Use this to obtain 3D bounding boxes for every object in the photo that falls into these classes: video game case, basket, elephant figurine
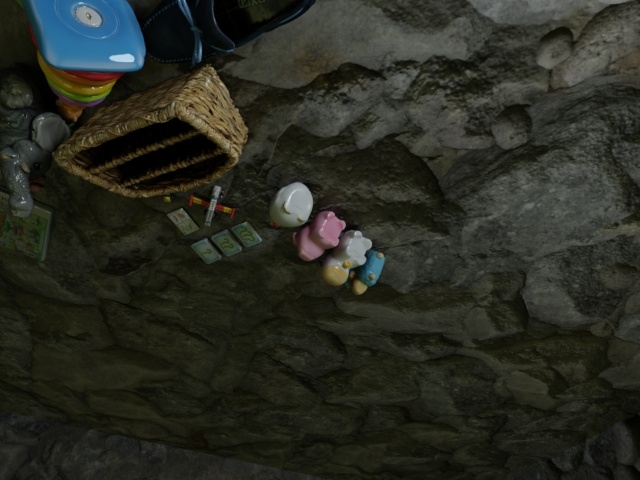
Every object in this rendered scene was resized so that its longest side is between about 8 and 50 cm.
[{"bbox_3d":[-0.834,-0.050,1.121,0.194,0.023,0.212,25,128,-17],"label":"video game case"},{"bbox_3d":[-0.316,-0.178,0.839,0.300,0.222,0.213,-14,128,15],"label":"basket"},{"bbox_3d":[-0.591,-0.199,0.817,0.170,0.186,0.239,22,137,37],"label":"elephant figurine"}]

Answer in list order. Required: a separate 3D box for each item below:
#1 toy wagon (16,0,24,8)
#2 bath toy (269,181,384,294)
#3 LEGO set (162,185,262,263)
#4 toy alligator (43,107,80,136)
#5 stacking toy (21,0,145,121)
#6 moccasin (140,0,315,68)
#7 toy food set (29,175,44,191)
[{"bbox_3d":[-0.484,-0.550,0.631,0.345,0.068,0.267,-23,126,21],"label":"toy wagon"},{"bbox_3d":[0.000,0.000,1.040,0.348,0.151,0.129,41,157,-27],"label":"bath toy"},{"bbox_3d":[-0.291,-0.040,1.068,0.183,0.060,0.244,-21,126,16],"label":"LEGO set"},{"bbox_3d":[-0.568,-0.256,0.908,0.051,0.056,0.189,-38,107,-10],"label":"toy alligator"},{"bbox_3d":[-0.459,-0.317,0.789,0.302,0.166,0.175,-30,80,50],"label":"stacking toy"},{"bbox_3d":[-0.172,-0.394,0.708,0.343,0.116,0.137,-17,127,18],"label":"moccasin"},{"bbox_3d":[-0.718,-0.157,1.024,0.078,0.019,0.122,37,116,-25],"label":"toy food set"}]
